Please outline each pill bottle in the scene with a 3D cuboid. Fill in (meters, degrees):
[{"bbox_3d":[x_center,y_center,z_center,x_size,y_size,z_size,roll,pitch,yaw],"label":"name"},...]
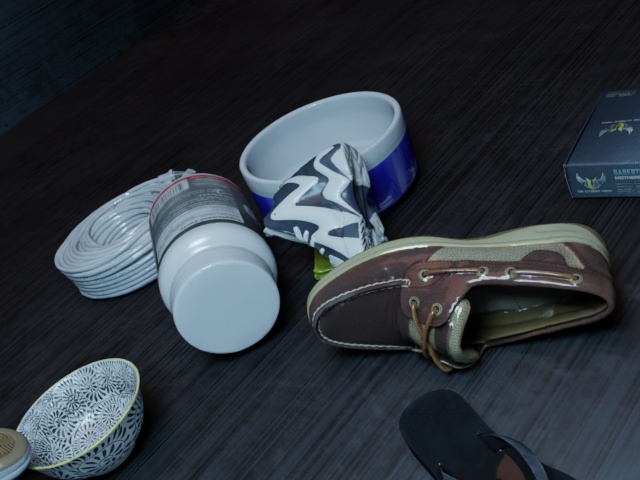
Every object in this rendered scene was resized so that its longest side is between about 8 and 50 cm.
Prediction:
[{"bbox_3d":[-0.151,0.026,1.075,0.161,0.161,0.283,-28,30,-2],"label":"pill bottle"}]

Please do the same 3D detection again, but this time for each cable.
[{"bbox_3d":[-0.331,-0.005,1.337,0.257,0.089,0.257,-18,32,16],"label":"cable"}]

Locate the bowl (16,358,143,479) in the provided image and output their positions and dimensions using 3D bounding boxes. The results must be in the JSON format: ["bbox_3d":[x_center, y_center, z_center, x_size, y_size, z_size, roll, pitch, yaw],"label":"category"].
[{"bbox_3d":[-0.277,0.232,0.932,0.170,0.080,0.170,-19,31,12],"label":"bowl"}]

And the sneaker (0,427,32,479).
[{"bbox_3d":[-0.436,0.325,0.854,0.282,0.153,0.099,-23,27,-8],"label":"sneaker"}]

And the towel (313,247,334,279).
[{"bbox_3d":[0.035,-0.029,1.159,0.102,0.021,0.237,-20,31,12],"label":"towel"}]

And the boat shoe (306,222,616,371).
[{"bbox_3d":[0.141,0.073,0.826,0.341,0.123,0.123,-9,32,16],"label":"boat shoe"}]

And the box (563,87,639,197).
[{"bbox_3d":[0.447,-0.129,0.958,0.232,0.059,0.183,1,41,40],"label":"box"}]

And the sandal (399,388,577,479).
[{"bbox_3d":[0.146,0.205,0.672,0.097,0.054,0.254,-36,31,-16],"label":"sandal"}]

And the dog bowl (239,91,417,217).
[{"bbox_3d":[0.014,-0.124,1.198,0.264,0.104,0.265,-17,31,11],"label":"dog bowl"}]

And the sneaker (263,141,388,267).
[{"bbox_3d":[0.000,0.000,1.011,0.153,0.094,0.235,-22,73,25],"label":"sneaker"}]
